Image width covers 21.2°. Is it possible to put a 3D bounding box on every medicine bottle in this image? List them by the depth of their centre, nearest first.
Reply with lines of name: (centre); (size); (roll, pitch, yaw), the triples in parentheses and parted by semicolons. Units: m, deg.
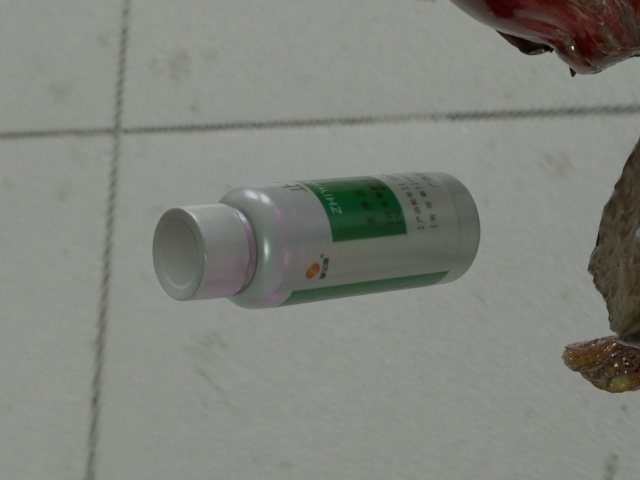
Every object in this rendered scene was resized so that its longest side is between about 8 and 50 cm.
medicine bottle: (0.000, 0.000, 1.275); (0.095, 0.260, 0.095); (10, 103, 49)

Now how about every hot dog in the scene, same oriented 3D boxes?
hot dog: (0.223, 0.093, 1.306); (0.083, 0.058, 0.035); (-20, 48, 55)

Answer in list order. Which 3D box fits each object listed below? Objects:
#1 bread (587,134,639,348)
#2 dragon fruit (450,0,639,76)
bread: (0.256, -0.122, 0.634); (0.165, 0.113, 0.416); (17, 119, -9)
dragon fruit: (0.158, -0.279, 1.295); (0.250, 0.250, 0.315); (-3, 103, 18)
